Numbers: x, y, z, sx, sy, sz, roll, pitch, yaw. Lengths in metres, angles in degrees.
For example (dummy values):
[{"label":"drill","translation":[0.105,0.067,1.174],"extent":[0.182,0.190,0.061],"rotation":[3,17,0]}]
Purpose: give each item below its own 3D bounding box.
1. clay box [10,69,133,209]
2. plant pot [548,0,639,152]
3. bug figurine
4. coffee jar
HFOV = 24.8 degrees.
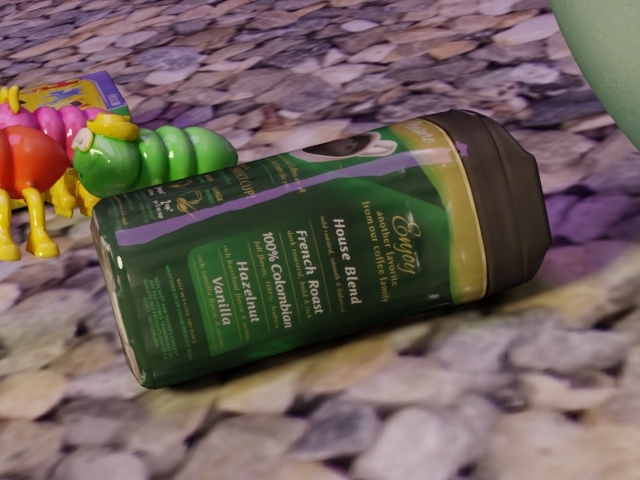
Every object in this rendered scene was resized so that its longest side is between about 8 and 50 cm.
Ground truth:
[{"label":"clay box","translation":[-0.232,-0.050,0.927],"extent":[0.222,0.053,0.127],"rotation":[-15,19,-10]},{"label":"plant pot","translation":[0.230,-0.095,0.574],"extent":[0.293,0.196,0.293],"rotation":[-11,19,4]},{"label":"bug figurine","translation":[-0.168,-0.044,0.750],"extent":[0.216,0.072,0.279],"rotation":[-1,7,-34]},{"label":"coffee jar","translation":[0.000,0.000,0.616],"extent":[0.184,0.079,0.096],"rotation":[-15,13,-8]}]
